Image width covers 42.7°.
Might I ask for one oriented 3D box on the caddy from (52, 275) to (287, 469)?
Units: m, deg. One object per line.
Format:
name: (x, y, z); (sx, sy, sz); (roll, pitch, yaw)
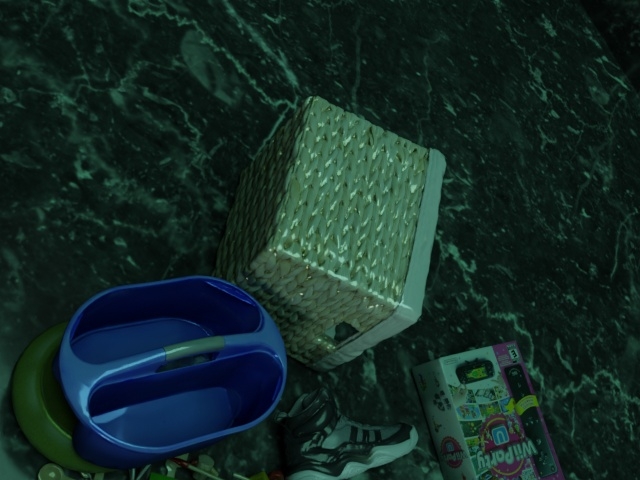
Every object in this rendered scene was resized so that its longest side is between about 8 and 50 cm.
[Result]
caddy: (-0.211, 0.180, 1.162); (0.341, 0.179, 0.241); (-8, 67, -39)

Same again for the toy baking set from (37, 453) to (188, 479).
toy baking set: (-0.290, 0.369, 1.183); (0.256, 0.030, 0.196); (-2, 70, -35)

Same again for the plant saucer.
plant saucer: (-0.326, 0.218, 1.206); (0.241, 0.037, 0.240); (17, 54, -25)

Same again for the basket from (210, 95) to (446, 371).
basket: (0.000, 0.000, 1.368); (0.267, 0.328, 0.331); (24, 58, -19)

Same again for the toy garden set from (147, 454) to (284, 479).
toy garden set: (-0.143, 0.396, 1.203); (0.244, 0.049, 0.204); (22, 18, -15)

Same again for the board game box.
board game box: (0.322, 0.362, 1.562); (0.224, 0.097, 0.303); (-6, 73, -36)

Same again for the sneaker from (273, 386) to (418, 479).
sneaker: (0.045, 0.316, 1.387); (0.269, 0.101, 0.153); (-10, 78, -34)
